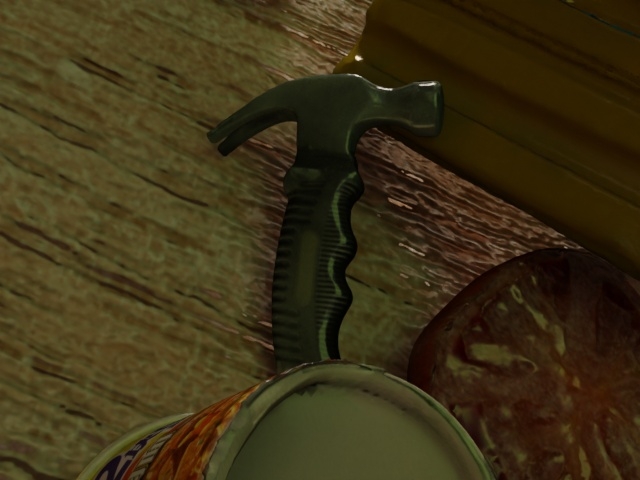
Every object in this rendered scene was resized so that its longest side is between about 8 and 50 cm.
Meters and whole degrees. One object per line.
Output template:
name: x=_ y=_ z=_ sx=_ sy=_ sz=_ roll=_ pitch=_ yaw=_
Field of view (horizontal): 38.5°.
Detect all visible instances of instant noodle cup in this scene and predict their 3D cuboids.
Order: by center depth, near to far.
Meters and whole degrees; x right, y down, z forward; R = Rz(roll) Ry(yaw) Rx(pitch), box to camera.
instant noodle cup: x=-0.016 y=0.164 z=0.457 sx=0.213 sy=0.174 sz=0.213 roll=15 pitch=58 yaw=-25

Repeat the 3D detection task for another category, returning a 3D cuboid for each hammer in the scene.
hammer: x=0.000 y=0.000 z=0.607 sx=0.159 sy=0.041 sz=0.226 roll=0 pitch=77 yaw=13

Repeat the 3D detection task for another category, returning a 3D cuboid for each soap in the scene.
soap: x=0.184 y=-0.108 z=0.652 sx=0.325 sy=0.096 sz=0.204 roll=33 pitch=93 yaw=20

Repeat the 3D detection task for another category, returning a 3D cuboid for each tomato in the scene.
tomato: x=0.154 y=0.123 z=0.636 sx=0.237 sy=0.095 sz=0.236 roll=11 pitch=62 yaw=-22
